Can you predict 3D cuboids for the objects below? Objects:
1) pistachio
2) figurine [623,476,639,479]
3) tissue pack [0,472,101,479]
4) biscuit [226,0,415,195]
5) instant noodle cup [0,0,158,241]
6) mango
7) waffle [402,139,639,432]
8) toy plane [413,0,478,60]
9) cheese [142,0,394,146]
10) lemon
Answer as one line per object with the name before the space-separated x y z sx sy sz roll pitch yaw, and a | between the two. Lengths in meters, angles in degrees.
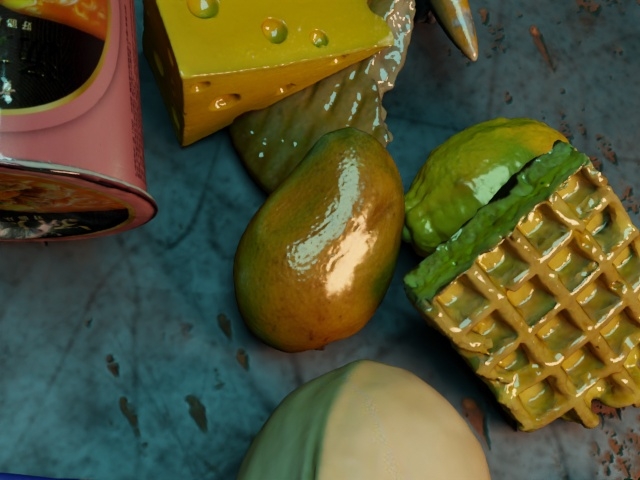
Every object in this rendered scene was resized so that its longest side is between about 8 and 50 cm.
pistachio | 0.019 0.225 1.111 0.187 0.187 0.299 12 64 -8
figurine | 0.204 0.251 1.193 0.147 0.093 0.197 35 67 15
tissue pack | -0.218 0.250 1.081 0.269 0.137 0.209 7 68 -14
biscuit | 0.014 -0.145 1.294 0.228 0.031 0.176 -43 71 2
instant noodle cup | -0.220 -0.141 1.148 0.244 0.244 0.255 3 79 -11
mango | 0.004 0.005 1.230 0.115 0.089 0.165 40 82 -19
waffle | 0.175 0.055 1.233 0.160 0.055 0.211 -41 123 -3
toy plane | 0.061 -0.278 1.366 0.204 0.103 0.316 -17 81 -16
cheese | -0.038 -0.157 1.262 0.171 0.126 0.093 -19 72 -11
lemon | 0.128 -0.032 1.272 0.155 0.114 0.114 -24 76 -20
